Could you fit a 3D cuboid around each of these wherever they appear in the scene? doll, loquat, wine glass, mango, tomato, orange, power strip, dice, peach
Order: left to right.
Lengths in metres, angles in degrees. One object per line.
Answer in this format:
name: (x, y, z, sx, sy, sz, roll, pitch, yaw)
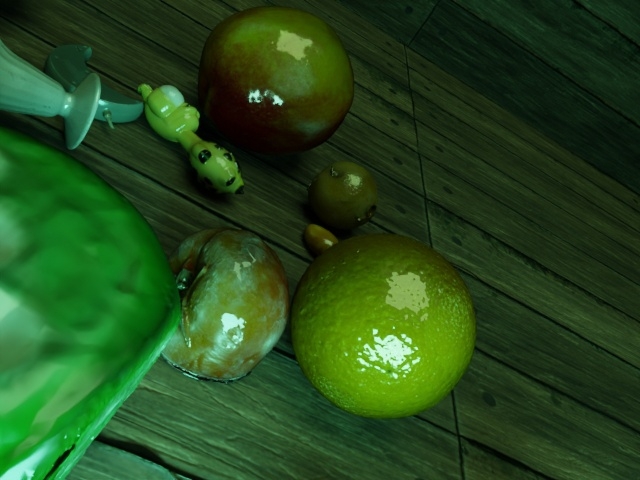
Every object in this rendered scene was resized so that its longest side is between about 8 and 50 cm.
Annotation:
dice: (-0.315, 0.093, 0.526, 0.300, 0.287, 0.297, 34, 31, -3)
wine glass: (-0.448, -0.225, 0.962, 0.196, 0.165, 0.165, 21, 33, -38)
power strip: (-0.412, -0.274, 1.155, 0.216, 0.044, 0.137, 47, 33, 18)
doll: (-0.238, -0.188, 1.178, 0.291, 0.086, 0.117, 48, -8, 21)
tomato: (-0.127, 0.067, 0.887, 0.180, 0.155, 0.214, 20, 33, -33)
peach: (-0.098, -0.323, 1.317, 0.332, 0.308, 0.308, -21, 62, -37)
mango: (0.000, 0.000, 1.202, 0.060, 0.046, 0.089, 9, 28, -41)
loquat: (0.047, -0.088, 1.280, 0.141, 0.141, 0.141, 26, 33, -18)
orange: (0.088, 0.117, 0.921, 0.274, 0.274, 0.274, 26, 33, -18)
